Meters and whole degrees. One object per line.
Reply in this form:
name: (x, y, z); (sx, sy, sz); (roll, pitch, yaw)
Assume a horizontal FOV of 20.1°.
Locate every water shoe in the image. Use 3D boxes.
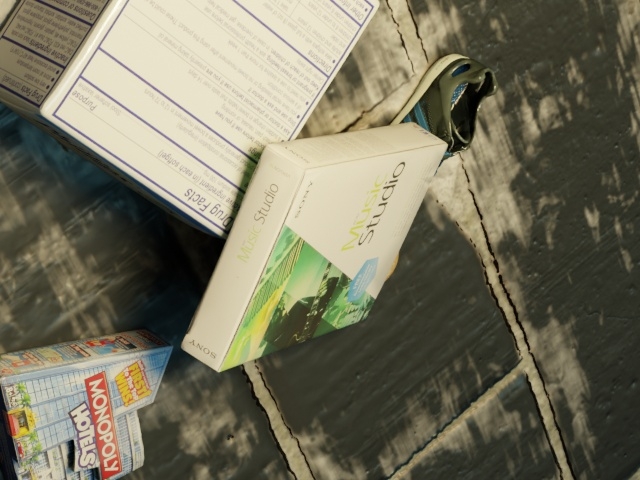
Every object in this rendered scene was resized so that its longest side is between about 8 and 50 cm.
water shoe: (0.122, -0.113, 2.004); (0.073, 0.080, 0.203); (27, 91, -41)

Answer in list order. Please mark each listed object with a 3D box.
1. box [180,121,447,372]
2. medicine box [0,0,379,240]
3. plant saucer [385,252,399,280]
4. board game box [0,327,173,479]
box: (0.000, 0.000, 1.862); (0.322, 0.058, 0.232); (-14, 132, -59)
medicine box: (-0.134, -0.193, 1.727); (0.263, 0.149, 0.289); (36, 85, -41)
plant saucer: (0.060, 0.021, 2.055); (0.083, 0.015, 0.083); (-15, 117, -32)
board game box: (-0.239, 0.177, 1.859); (0.194, 0.060, 0.194); (-23, 121, -28)
